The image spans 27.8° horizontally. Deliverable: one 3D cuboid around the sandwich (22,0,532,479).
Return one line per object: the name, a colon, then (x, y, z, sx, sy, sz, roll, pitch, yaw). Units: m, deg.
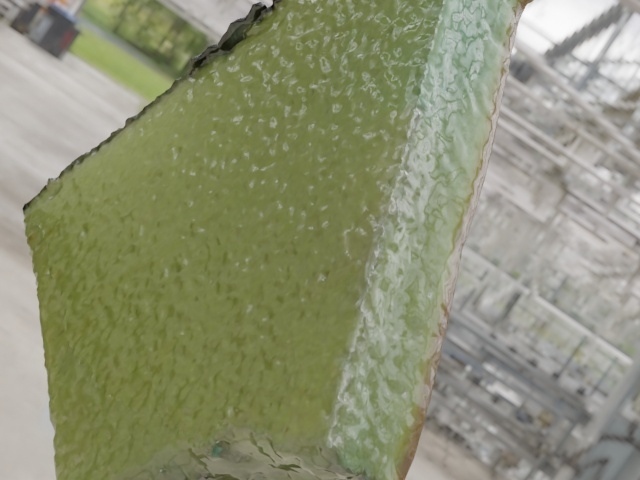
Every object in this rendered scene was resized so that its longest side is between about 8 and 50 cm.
sandwich: (0.000, 0.000, 0.475, 0.063, 0.245, 0.212, 35, 26, -41)
